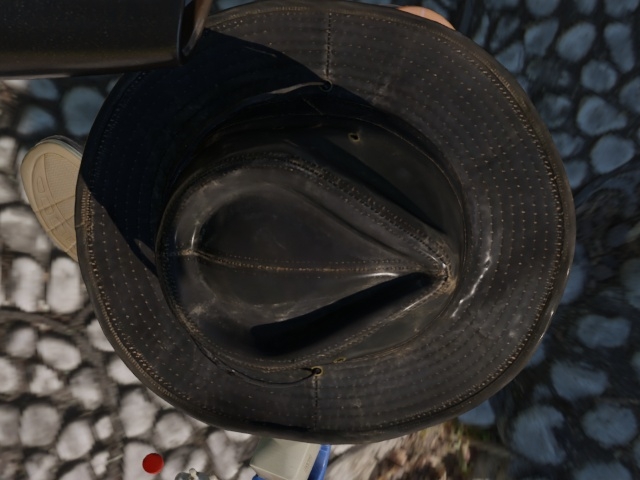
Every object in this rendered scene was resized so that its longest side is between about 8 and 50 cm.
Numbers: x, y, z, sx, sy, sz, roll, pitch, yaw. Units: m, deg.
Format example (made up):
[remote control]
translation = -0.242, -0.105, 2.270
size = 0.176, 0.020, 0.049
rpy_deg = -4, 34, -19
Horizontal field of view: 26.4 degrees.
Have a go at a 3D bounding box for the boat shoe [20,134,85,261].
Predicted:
[boat shoe]
translation = -0.222, -0.014, 1.545
size = 0.103, 0.092, 0.285
rpy_deg = -32, 114, 27

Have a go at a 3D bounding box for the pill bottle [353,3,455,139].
[pill bottle]
translation = 0.042, -0.130, 1.212
size = 0.130, 0.245, 0.130
rpy_deg = 3, 81, -18

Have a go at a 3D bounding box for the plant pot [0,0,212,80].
[plant pot]
translation = -0.160, -0.158, 0.611
size = 0.230, 0.215, 0.215
rpy_deg = 14, 90, 1

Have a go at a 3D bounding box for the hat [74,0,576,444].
[hat]
translation = 0.000, 0.000, 0.849
size = 0.331, 0.134, 0.331
rpy_deg = 0, 99, 1

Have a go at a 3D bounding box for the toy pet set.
[toy pet set]
translation = -0.050, 0.138, 0.992
size = 0.114, 0.065, 0.122
rpy_deg = 19, 71, 16
